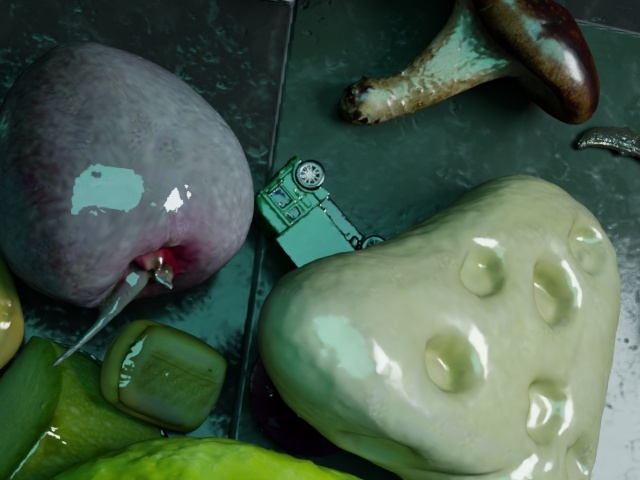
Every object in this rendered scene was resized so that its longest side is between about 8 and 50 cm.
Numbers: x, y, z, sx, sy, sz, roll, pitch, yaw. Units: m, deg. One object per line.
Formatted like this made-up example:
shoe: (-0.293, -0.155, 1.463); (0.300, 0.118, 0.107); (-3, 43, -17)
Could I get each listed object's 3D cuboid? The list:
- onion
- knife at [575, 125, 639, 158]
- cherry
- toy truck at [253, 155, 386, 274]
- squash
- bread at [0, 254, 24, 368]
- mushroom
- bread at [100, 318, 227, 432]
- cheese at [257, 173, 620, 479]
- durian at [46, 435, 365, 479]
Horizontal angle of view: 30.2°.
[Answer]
onion: (-0.004, 0.129, 1.008); (0.115, 0.104, 0.115); (0, 90, -1)
knife: (0.357, -0.061, 1.174); (0.222, 0.021, 0.045); (27, 72, -2)
cherry: (-0.165, -0.043, 0.968); (0.213, 0.183, 0.266); (-7, 75, -36)
toy truck: (0.000, 0.000, 1.058); (0.079, 0.065, 0.147); (-38, 89, -14)
squash: (-0.207, 0.187, 0.957); (0.184, 0.085, 0.192); (33, 74, -3)
bread: (-0.331, 0.025, 0.961); (0.147, 0.098, 0.217); (-19, 78, -13)
mushroom: (0.126, -0.158, 1.108); (0.217, 0.148, 0.227); (-38, 77, 0)
bread: (-0.135, 0.111, 0.993); (0.115, 0.056, 0.082); (26, 83, -45)
cheese: (0.116, 0.049, 0.989); (0.351, 0.130, 0.328); (38, 57, -30)
durian: (-0.098, 0.264, 0.888); (0.340, 0.204, 0.255); (27, 85, -27)
